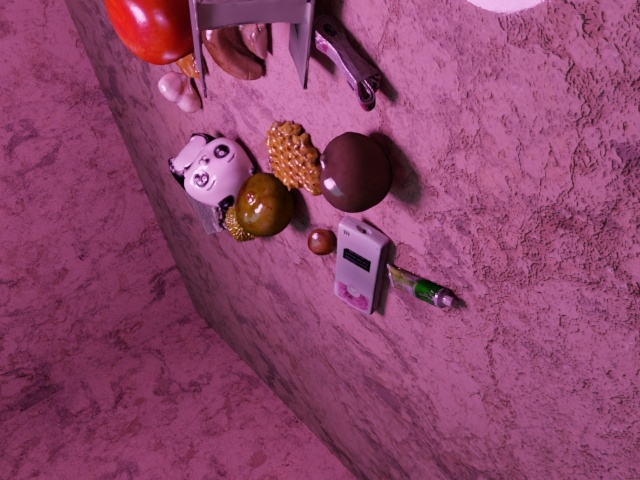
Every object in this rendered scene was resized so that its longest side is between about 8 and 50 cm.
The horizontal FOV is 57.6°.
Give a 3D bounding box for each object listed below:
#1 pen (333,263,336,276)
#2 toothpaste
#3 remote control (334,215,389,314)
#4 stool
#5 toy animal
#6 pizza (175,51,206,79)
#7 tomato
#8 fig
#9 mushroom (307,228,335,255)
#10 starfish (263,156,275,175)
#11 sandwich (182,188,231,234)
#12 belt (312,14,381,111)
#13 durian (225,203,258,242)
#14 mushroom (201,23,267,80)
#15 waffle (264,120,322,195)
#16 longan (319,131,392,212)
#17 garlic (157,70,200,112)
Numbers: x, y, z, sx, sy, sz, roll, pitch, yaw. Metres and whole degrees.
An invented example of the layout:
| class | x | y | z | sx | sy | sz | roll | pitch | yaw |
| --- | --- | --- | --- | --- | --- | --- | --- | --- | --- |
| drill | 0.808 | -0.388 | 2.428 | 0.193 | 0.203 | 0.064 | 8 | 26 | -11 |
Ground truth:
| class | x | y | z | sx | sy | sz | roll | pitch | yaw |
| --- | --- | --- | --- | --- | --- | --- | --- | --- | --- |
| pen | 0.073 | 0.078 | 1.775 | 0.053 | 0.032 | 0.197 | 53 | 153 | 13 |
| toothpaste | 0.248 | 0.120 | 1.466 | 0.248 | 0.047 | 0.078 | 24 | 136 | 56 |
| remote control | 0.111 | 0.080 | 1.648 | 0.145 | 0.050 | 0.343 | 31 | 146 | 21 |
| stool | -0.154 | -0.472 | 1.266 | 0.269 | 0.244 | 0.170 | 97 | 161 | -54 |
| toy animal | -0.363 | -0.242 | 2.035 | 0.310 | 0.251 | 0.250 | 35 | 146 | 45 |
| pizza | -0.427 | -0.607 | 1.945 | 0.161 | 0.063 | 0.182 | 64 | 152 | 8 |
| tomato | -0.463 | -0.679 | 1.666 | 0.290 | 0.293 | 0.325 | 29 | 139 | 26 |
| fig | -0.162 | -0.104 | 1.866 | 0.203 | 0.203 | 0.225 | 40 | -177 | 38 |
| mushroom | -0.004 | 0.010 | 1.801 | 0.088 | 0.072 | 0.129 | 29 | 165 | -14 |
| starfish | -0.157 | -0.225 | 1.902 | 0.092 | 0.016 | 0.086 | 39 | 151 | 33 |
| sandwich | -0.434 | -0.162 | 2.373 | 0.262 | 0.131 | 0.325 | 64 | 155 | -5 |
| belt | 0.058 | -0.381 | 1.238 | 0.232 | 0.071 | 0.053 | 58 | 163 | 11 |
| durian | -0.286 | -0.071 | 2.165 | 0.198 | 0.146 | 0.159 | -18 | 100 | 62 |
| mushroom | -0.233 | -0.533 | 1.523 | 0.156 | 0.151 | 0.285 | 46 | 153 | 31 |
| waffle | -0.078 | -0.227 | 1.692 | 0.249 | 0.056 | 0.253 | 59 | 154 | 2 |
| longan | 0.078 | -0.154 | 1.334 | 0.189 | 0.189 | 0.189 | 44 | 152 | 31 |
| garlic | -0.499 | -0.536 | 2.098 | 0.099 | 0.124 | 0.174 | -7 | 139 | 48 |
